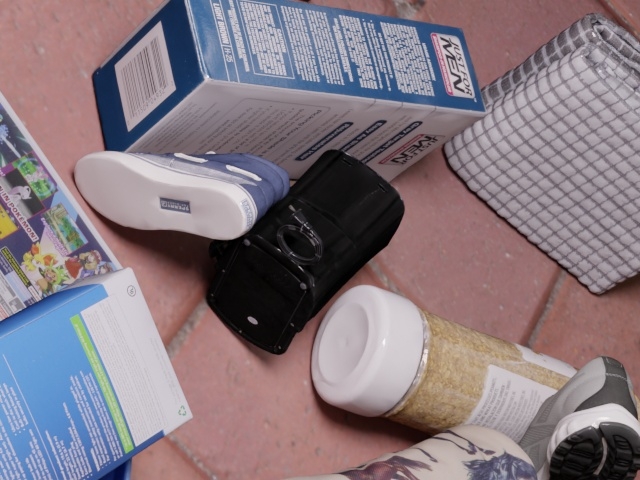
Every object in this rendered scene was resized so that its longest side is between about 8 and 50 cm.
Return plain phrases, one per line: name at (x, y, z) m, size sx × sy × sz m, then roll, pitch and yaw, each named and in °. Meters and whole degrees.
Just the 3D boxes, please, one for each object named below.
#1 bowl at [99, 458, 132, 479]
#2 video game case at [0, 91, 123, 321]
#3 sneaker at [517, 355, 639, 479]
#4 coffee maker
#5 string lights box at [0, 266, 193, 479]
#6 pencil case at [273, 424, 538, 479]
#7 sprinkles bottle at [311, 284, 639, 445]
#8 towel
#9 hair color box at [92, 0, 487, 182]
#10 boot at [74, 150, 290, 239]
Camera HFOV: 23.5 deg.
bowl at (-0.329, 0.135, 1.169) m, size 0.391 × 0.077 × 0.391 m, roll 19°, pitch 57°, yaw -32°
video game case at (-0.273, -0.010, 1.223) m, size 0.183 × 0.023 × 0.201 m, roll -36°, pitch 92°, yaw -44°
sneaker at (0.232, 0.211, 1.469) m, size 0.100 × 0.271 × 0.108 m, roll 18°, pitch 49°, yaw -10°
coffee maker at (0.000, 0.000, 1.448) m, size 0.120 × 0.171 × 0.178 m, roll 53°, pitch 46°, yaw -9°
string lights box at (-0.226, 0.132, 1.131) m, size 0.259 × 0.076 × 0.133 m, roll -30°, pitch 102°, yaw -44°
pencil case at (0.021, 0.269, 1.326) m, size 0.410 × 0.183 × 0.160 m, roll -7°, pitch 79°, yaw -44°
sprinkles bottle at (0.163, 0.152, 1.542) m, size 0.355 × 0.121 × 0.121 m, roll 22°, pitch 55°, yaw -31°
towel at (0.314, -0.098, 1.723) m, size 0.283 × 0.235 × 0.121 m, roll 37°, pitch 43°, yaw -20°
hair color box at (-0.026, -0.143, 1.500) m, size 0.347 × 0.174 × 0.105 m, roll 3°, pitch 65°, yaw -39°
boot at (-0.124, -0.050, 1.388) m, size 0.086 × 0.190 × 0.069 m, roll -39°, pitch 138°, yaw -50°
